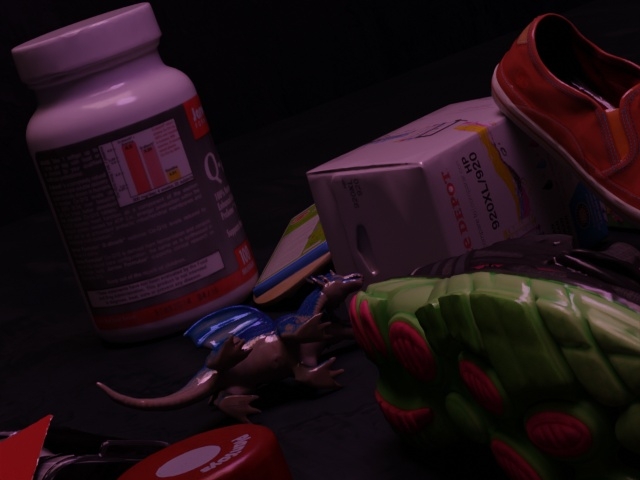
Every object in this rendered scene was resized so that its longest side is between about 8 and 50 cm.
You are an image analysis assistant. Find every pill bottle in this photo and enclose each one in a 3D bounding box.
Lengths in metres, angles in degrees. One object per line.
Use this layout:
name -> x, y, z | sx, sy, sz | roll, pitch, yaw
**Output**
pill bottle -> -0.222, -0.080, 2.022 | 0.210, 0.363, 0.210 | -17, 12, 4

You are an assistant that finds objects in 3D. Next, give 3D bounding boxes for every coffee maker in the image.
coffee maker -> -0.172, 0.189, 1.301 | 0.171, 0.120, 0.178 | -25, 14, -32

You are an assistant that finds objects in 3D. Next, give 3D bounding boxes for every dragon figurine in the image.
dragon figurine -> -0.071, 0.109, 1.601 | 0.289, 0.085, 0.144 | -21, 12, -16

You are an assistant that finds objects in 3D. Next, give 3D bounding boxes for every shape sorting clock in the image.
shape sorting clock -> 0.000, 0.000, 1.975 | 0.206, 0.040, 0.206 | -44, 16, 16

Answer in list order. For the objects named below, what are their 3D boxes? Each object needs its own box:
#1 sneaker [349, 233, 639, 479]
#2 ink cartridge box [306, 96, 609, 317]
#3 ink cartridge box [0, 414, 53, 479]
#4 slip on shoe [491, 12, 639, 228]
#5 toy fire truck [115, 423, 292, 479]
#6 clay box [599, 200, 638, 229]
sneaker -> 0.175, 0.067, 1.180 | 0.202, 0.185, 0.483 | -26, 14, -15
ink cartridge box -> 0.139, -0.033, 1.726 | 0.232, 0.171, 0.168 | -29, 16, -40
ink cartridge box -> -0.301, 0.217, 1.222 | 0.224, 0.056, 0.181 | -32, 31, 31
slip on shoe -> 0.297, -0.097, 1.597 | 0.123, 0.101, 0.331 | -26, 56, -38
toy fire truck -> -0.024, 0.203, 0.842 | 0.254, 0.169, 0.302 | -13, 11, 40
clay box -> 0.342, -0.059, 1.829 | 0.127, 0.053, 0.222 | -23, 11, -19
